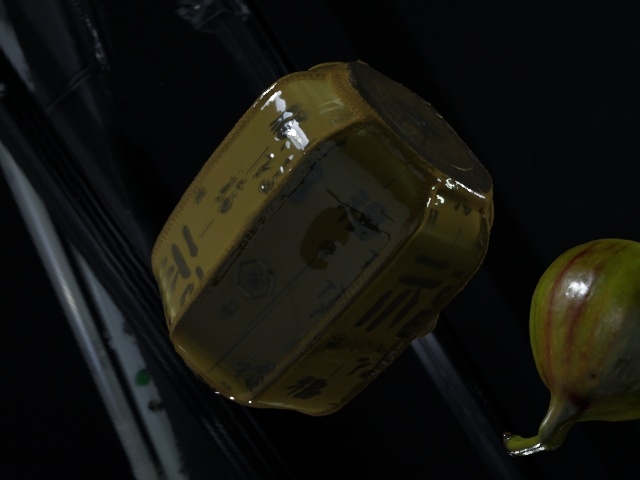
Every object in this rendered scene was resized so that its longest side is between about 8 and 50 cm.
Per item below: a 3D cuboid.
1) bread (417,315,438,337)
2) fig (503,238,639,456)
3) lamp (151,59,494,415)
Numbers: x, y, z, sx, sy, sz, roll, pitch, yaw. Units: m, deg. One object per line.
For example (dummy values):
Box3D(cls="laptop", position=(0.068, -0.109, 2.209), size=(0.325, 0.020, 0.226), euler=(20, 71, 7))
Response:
Box3D(cls="bread", position=(0.011, 0.071, 0.868), size=(0.233, 0.088, 0.160), euler=(-24, -85, 19))
Box3D(cls="fig", position=(0.227, 0.087, 0.631), size=(0.142, 0.186, 0.148), euler=(53, -22, -23))
Box3D(cls="lamp", position=(0.000, 0.000, 0.442), size=(0.161, 0.161, 0.185), euler=(42, -64, -1))
